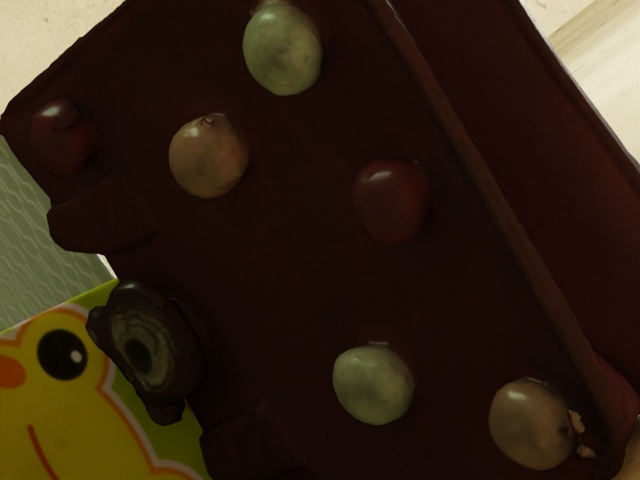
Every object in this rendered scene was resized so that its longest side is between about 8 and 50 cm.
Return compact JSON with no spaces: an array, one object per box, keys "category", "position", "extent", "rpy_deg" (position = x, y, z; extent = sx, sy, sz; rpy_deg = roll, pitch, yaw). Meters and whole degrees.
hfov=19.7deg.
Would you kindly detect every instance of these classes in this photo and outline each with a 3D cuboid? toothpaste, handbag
[{"category":"toothpaste","position":[-0.083,0.079,0.691],"extent":[0.327,0.110,0.077],"rpy_deg":[-26,-6,-37]},{"category":"handbag","position":[-0.002,0.001,0.589],"extent":[0.074,0.203,0.216],"rpy_deg":[-34,2,-41]}]

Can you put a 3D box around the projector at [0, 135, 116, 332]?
[{"category":"projector","position":[-0.157,0.075,0.819],"extent":[0.108,0.250,0.198],"rpy_deg":[-41,4,-37]}]
